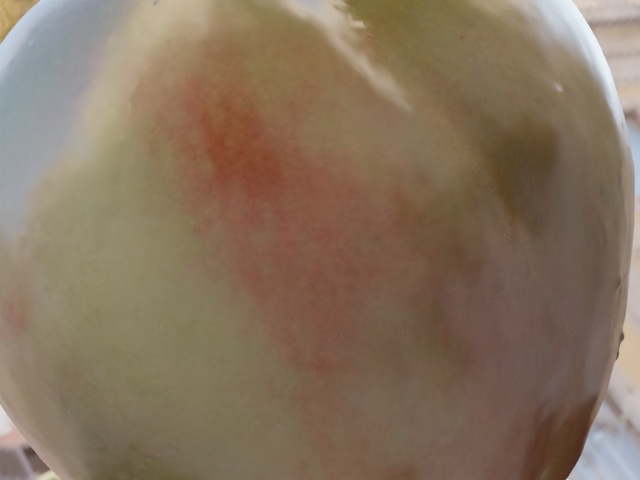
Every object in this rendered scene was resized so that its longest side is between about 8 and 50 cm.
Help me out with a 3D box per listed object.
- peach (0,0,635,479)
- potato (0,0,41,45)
[{"bbox_3d":[-0.001,0.001,0.694,0.247,0.292,0.292,-29,-27,32],"label":"peach"},{"bbox_3d":[-0.132,-0.029,0.883,0.146,0.150,0.234,1,-77,0],"label":"potato"}]
